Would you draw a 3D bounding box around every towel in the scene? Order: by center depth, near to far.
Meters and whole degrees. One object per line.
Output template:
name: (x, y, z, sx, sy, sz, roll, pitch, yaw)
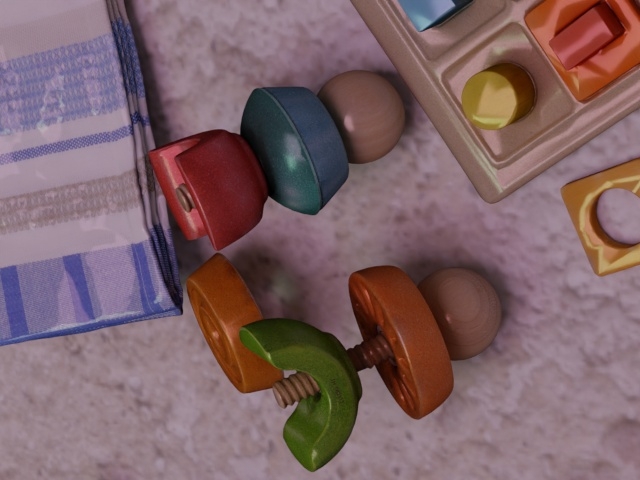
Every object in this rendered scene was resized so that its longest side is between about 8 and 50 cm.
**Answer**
towel: (-0.212, -0.069, 1.356, 0.209, 0.034, 0.285, -11, 94, 22)

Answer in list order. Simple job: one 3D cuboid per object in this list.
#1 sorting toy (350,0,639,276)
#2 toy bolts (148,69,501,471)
sorting toy: (0.115, -0.135, 1.162, 0.196, 0.047, 0.347, -36, 87, 35)
toy bolts: (0.000, 0.000, 1.260, 0.228, 0.158, 0.218, 68, 166, -18)
